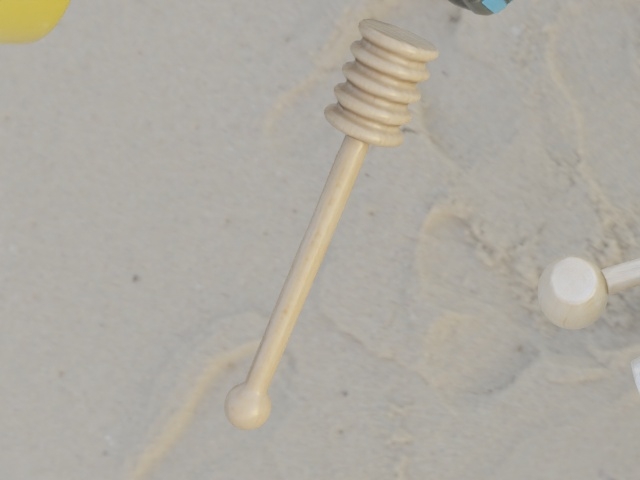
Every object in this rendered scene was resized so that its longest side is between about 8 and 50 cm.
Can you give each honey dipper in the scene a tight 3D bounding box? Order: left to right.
[{"bbox_3d":[0.000,0.000,0.517,0.030,0.030,0.161,33,112,32],"label":"honey dipper"}]

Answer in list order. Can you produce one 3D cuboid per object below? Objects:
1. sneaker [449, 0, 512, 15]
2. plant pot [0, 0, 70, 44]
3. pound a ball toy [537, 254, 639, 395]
[{"bbox_3d":[0.056,-0.339,1.243,0.125,0.341,0.139,-45,18,-24],"label":"sneaker"},{"bbox_3d":[-0.349,-0.294,1.186,0.254,0.239,0.254,3,93,55],"label":"plant pot"},{"bbox_3d":[0.300,0.056,0.851,0.319,0.136,0.208,-21,73,14],"label":"pound a ball toy"}]
